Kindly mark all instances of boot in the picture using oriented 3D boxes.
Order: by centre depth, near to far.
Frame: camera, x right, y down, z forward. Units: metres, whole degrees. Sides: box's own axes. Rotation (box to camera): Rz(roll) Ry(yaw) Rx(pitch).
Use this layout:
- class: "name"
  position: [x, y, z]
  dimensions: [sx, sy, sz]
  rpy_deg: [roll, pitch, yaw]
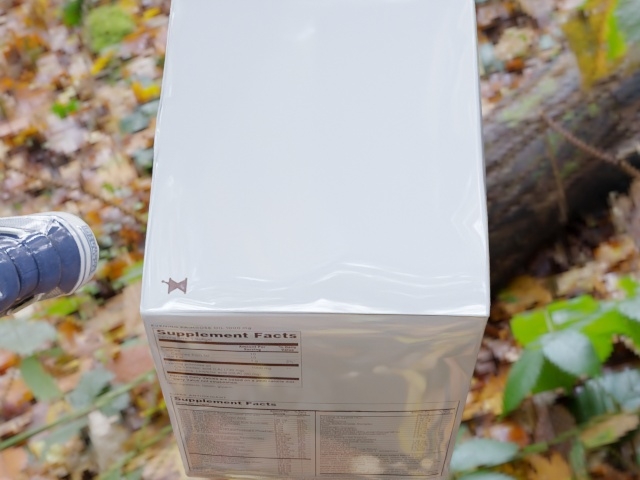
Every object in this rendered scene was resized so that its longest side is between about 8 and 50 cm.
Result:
- class: "boot"
  position: [-0.230, 0.023, 0.739]
  dimensions: [0.190, 0.069, 0.086]
  rpy_deg: [-14, 4, 29]

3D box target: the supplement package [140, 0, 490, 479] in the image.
- class: "supplement package"
  position: [0.000, 0.000, 0.643]
  dimensions: [0.149, 0.203, 0.194]
  rpy_deg: [1, 60, 1]
